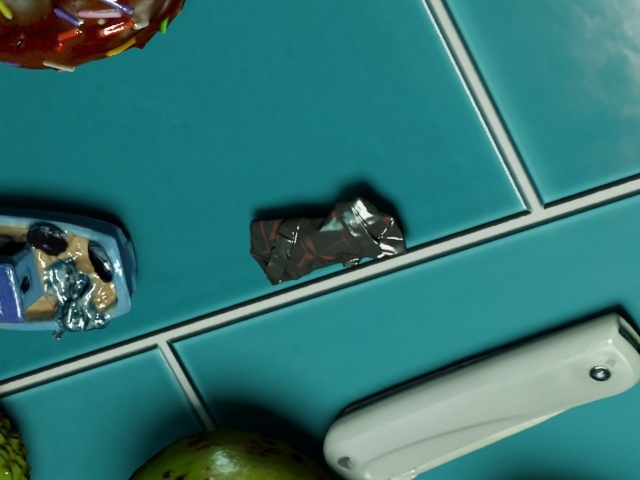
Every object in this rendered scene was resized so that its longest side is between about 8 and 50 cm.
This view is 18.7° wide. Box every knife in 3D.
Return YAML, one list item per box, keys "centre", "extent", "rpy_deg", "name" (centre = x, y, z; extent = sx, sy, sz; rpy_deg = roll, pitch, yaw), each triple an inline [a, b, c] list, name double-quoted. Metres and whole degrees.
- centre: [0.115, 0.119, 1.396]
  extent: [0.265, 0.040, 0.073]
  rpy_deg: [-26, 115, 32]
  name: "knife"

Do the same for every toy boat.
- centre: [-0.244, 0.029, 1.466]
  extent: [0.223, 0.097, 0.100]
  rpy_deg: [0, 113, 23]
  name: "toy boat"

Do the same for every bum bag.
- centre: [0.001, -0.001, 1.381]
  extent: [0.124, 0.034, 0.058]
  rpy_deg: [-14, 119, 29]
  name: "bum bag"

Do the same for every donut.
- centre: [-0.191, -0.212, 1.314]
  extent: [0.216, 0.096, 0.230]
  rpy_deg: [38, 124, 1]
  name: "donut"

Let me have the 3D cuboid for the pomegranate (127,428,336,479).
- centre: [-0.062, 0.273, 1.407]
  extent: [0.231, 0.286, 0.231]
  rpy_deg: [1, 130, 1]
  name: "pomegranate"

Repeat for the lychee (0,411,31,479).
- centre: [-0.302, 0.201, 1.556]
  extent: [0.171, 0.171, 0.171]
  rpy_deg: [10, 120, 18]
  name: "lychee"
